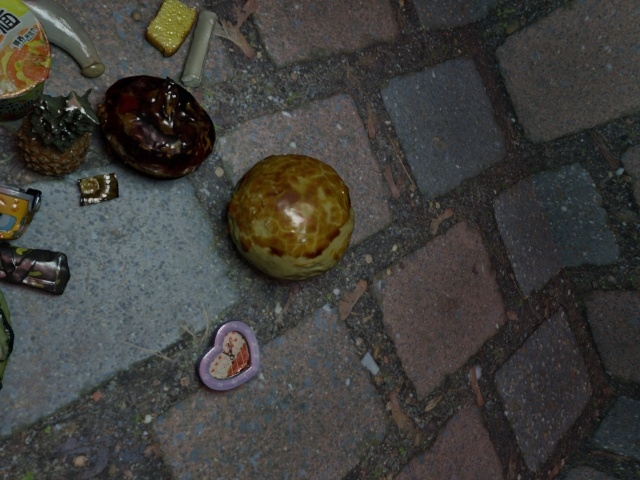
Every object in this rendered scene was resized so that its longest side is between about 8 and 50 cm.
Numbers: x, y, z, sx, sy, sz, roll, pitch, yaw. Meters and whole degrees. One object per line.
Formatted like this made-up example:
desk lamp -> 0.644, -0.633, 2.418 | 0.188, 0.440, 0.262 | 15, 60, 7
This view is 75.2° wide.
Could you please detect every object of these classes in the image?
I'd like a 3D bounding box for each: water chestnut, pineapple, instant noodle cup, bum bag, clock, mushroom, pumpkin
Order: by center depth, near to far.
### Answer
pineapple -> -0.593, -0.252, 0.936 | 0.169, 0.340, 0.169 | 5, 82, -35
instant noodle cup -> -0.755, -0.401, 0.937 | 0.264, 0.200, 0.264 | 5, 80, -31
bum bag -> -0.719, 0.057, 0.979 | 0.233, 0.060, 0.106 | 19, 76, -28
mushroom -> -0.675, -0.541, 1.066 | 0.270, 0.103, 0.118 | 34, 67, -29
water chestnut -> -0.419, -0.304, 1.087 | 0.300, 0.300, 0.299 | 5, 81, -31
pumpkin -> -0.590, -0.136, 1.102 | 0.101, 0.035, 0.073 | -17, 103, -35
clock -> -0.259, 0.342, 1.216 | 0.172, 0.064, 0.198 | 35, 67, -22

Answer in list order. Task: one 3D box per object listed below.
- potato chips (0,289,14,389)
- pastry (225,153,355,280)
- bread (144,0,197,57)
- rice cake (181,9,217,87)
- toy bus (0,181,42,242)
potato chips -> -0.841, 0.245, 0.853 | 0.359, 0.070, 0.429 | -14, 95, -24
pastry -> -0.081, -0.077, 1.216 | 0.389, 0.312, 0.388 | 4, 76, -15
bread -> -0.444, -0.636, 1.238 | 0.103, 0.065, 0.187 | 26, 72, -24
rice cake -> -0.373, -0.590, 1.281 | 0.057, 0.052, 0.256 | 16, 75, -25
toy bus -> -0.710, -0.067, 0.922 | 0.126, 0.209, 0.136 | 19, 84, -29
